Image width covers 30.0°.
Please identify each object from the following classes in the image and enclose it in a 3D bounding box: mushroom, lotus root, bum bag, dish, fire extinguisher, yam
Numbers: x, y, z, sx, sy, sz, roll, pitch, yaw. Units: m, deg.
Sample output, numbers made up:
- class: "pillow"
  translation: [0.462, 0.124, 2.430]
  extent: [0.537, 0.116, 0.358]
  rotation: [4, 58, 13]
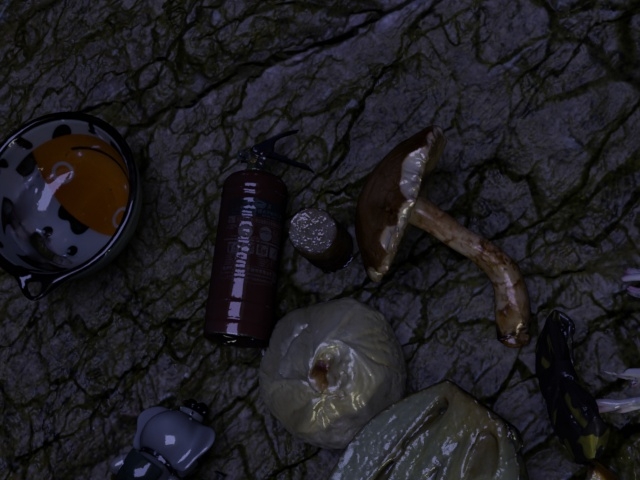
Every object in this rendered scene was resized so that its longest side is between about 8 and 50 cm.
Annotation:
- class: "mushroom"
  translation: [0.180, -0.016, 1.697]
  extent: [0.233, 0.301, 0.208]
  rotation: [-60, 26, -4]
- class: "lotus root"
  translation: [0.160, 0.325, 1.597]
  extent: [0.267, 0.149, 0.260]
  rotation: [20, 82, 29]
- class: "bum bag"
  translation: [0.327, 0.201, 1.573]
  extent: [0.060, 0.107, 0.233]
  rotation: [0, 39, -7]
- class: "dish"
  translation: [-0.395, -0.051, 1.873]
  extent: [0.303, 0.120, 0.303]
  rotation: [-4, 73, 15]
- class: "fire extinguisher"
  translation: [-0.089, -0.013, 1.797]
  extent: [0.138, 0.102, 0.344]
  rotation: [11, 74, -15]
- class: "yam"
  translation: [0.000, -0.003, 1.747]
  extent: [0.084, 0.127, 0.084]
  rotation: [-3, 75, 11]

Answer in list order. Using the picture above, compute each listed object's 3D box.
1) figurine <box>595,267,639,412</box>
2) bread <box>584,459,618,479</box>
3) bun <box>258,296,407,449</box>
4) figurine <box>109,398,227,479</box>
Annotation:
- class: "figurine"
  translation: [0.517, 0.156, 1.516]
  extent: [0.315, 0.284, 0.206]
  rotation: [27, 72, -4]
- class: "bread"
  translation: [0.360, 0.419, 1.523]
  extent: [0.134, 0.129, 0.260]
  rotation: [17, 81, 12]
- class: "bun"
  translation: [0.011, 0.186, 1.683]
  extent: [0.220, 0.134, 0.221]
  rotation: [-3, 77, 12]
- class: "figurine"
  translation: [-0.224, 0.311, 1.723]
  extent: [0.147, 0.126, 0.192]
  rotation: [23, 65, 30]
